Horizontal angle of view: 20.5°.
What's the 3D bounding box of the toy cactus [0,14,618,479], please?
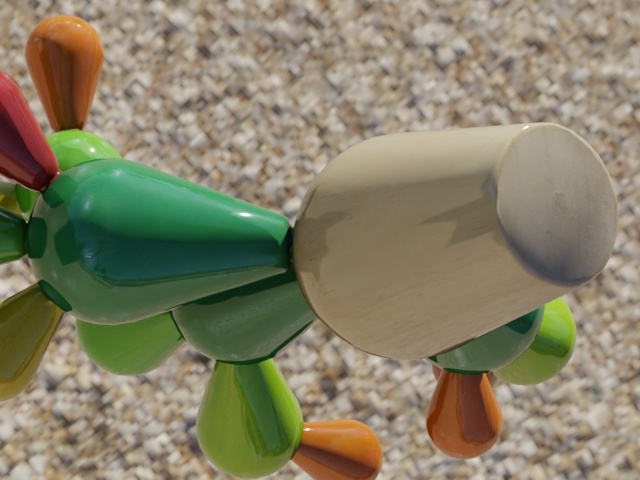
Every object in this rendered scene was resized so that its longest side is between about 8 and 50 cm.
[{"bbox_3d":[0.000,0.000,0.424,0.219,0.180,0.112,23,68,-30],"label":"toy cactus"}]
